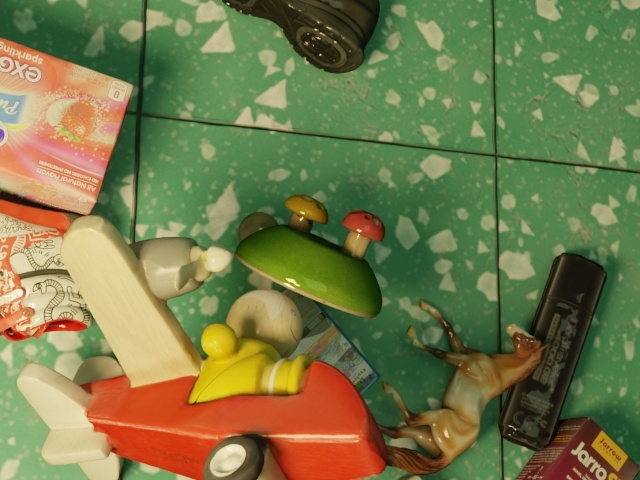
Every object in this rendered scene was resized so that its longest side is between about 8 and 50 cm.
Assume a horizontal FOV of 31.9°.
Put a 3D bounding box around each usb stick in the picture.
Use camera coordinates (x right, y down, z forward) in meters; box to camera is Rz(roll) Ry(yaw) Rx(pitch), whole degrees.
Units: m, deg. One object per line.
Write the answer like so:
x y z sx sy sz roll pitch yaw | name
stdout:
0.313 0.145 1.507 0.077 0.045 0.278 23 71 1 | usb stick

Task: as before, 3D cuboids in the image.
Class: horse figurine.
0.163 0.199 1.438 0.174 0.066 0.263 32 68 -4 | horse figurine

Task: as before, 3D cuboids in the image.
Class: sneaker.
-0.376 0.031 1.256 0.270 0.090 0.145 10 69 -26 | sneaker
-0.044 -0.346 1.475 0.286 0.109 0.130 38 60 -15 | sneaker

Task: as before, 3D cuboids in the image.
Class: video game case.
-0.020 0.148 1.406 0.119 0.015 0.166 -41 92 -17 | video game case

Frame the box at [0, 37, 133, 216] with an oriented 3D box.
-0.386 -0.141 1.281 0.299 0.142 0.154 19 74 -14 | box

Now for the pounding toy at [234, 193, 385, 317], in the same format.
0.000 0.000 1.325 0.182 0.237 0.110 23 95 -12 | pounding toy

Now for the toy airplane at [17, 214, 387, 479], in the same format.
-0.126 0.162 1.211 0.384 0.386 0.272 34 58 2 | toy airplane

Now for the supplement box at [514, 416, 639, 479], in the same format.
0.313 0.333 1.451 0.104 0.081 0.188 44 68 -5 | supplement box

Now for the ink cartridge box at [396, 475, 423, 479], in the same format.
0.105 0.469 1.364 0.239 0.060 0.275 -37 92 -23 | ink cartridge box
